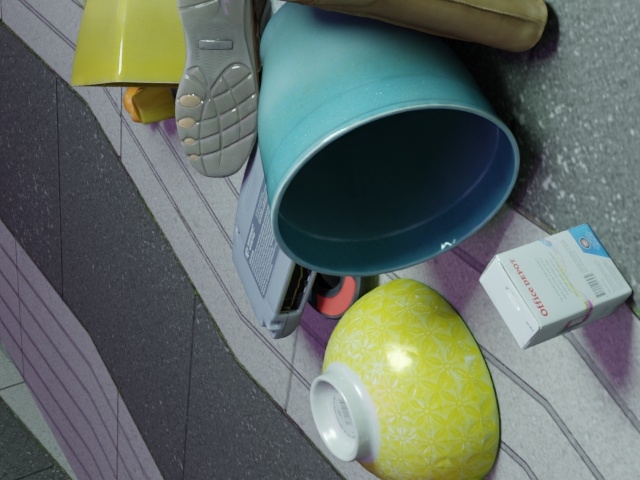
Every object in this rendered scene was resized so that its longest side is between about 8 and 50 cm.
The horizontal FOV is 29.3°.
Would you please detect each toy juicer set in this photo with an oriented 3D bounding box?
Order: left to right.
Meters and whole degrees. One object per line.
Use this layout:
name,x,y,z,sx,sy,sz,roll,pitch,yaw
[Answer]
toy juicer set,-0.339,-0.355,2.124,0.329,0.089,0.209,67,166,-7

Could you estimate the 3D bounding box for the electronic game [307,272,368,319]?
electronic game,0.000,0.000,1.723,0.229,0.048,0.229,36,133,51

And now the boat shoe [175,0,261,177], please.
boat shoe,-0.132,-0.246,1.700,0.116,0.123,0.324,-68,-15,-65

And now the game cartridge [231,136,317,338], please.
game cartridge,-0.057,-0.027,1.719,0.196,0.060,0.294,60,147,35

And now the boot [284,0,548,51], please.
boot,0.055,-0.257,1.237,0.236,0.269,0.089,43,122,53

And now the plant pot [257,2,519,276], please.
plant pot,0.046,-0.142,1.352,0.271,0.272,0.255,108,150,-49

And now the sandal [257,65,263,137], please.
sandal,-0.074,-0.176,1.780,0.067,0.040,0.179,35,141,53

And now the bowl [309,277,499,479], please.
bowl,0.081,0.205,1.582,0.289,0.156,0.289,38,137,48

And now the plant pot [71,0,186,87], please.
plant pot,-0.246,-0.327,1.846,0.212,0.212,0.187,9,101,60

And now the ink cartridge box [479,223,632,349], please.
ink cartridge box,0.236,0.046,1.236,0.088,0.122,0.052,61,150,22

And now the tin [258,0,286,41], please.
tin,-0.036,-0.298,1.640,0.106,0.040,0.189,65,152,24
